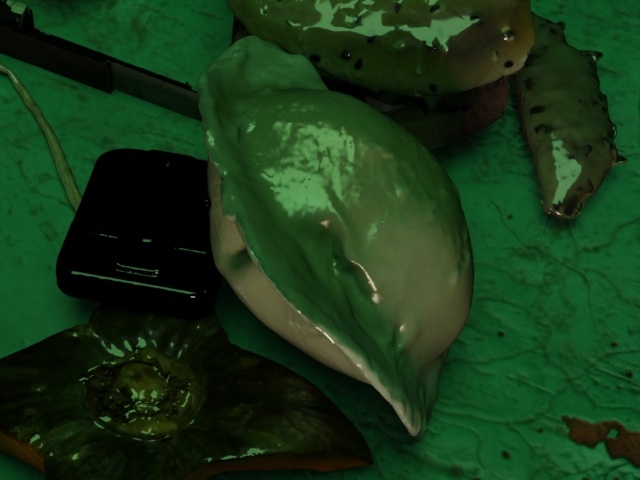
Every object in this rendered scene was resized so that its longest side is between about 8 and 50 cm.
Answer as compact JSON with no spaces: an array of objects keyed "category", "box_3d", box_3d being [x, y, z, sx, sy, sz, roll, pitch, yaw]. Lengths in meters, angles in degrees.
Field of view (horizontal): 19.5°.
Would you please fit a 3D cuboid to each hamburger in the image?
[{"category":"hamburger","box_3d":[0.043,-0.231,1.757,0.277,0.195,0.318,-16,57,-12]}]

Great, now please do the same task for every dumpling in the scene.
[{"category":"dumpling","box_3d":[0.014,-0.016,1.583,0.321,0.270,0.211,35,78,15]}]

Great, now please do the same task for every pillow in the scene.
[{"category":"pillow","box_3d":[0.237,-0.128,1.786,0.093,0.051,0.241,-8,61,-1]}]

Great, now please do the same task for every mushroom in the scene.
[{"category":"mushroom","box_3d":[-0.251,-0.080,1.762,0.028,0.026,0.286,-36,69,-2]}]

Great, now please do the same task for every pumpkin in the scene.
[{"category":"pumpkin","box_3d":[-0.144,0.153,1.594,0.290,0.095,0.258,-26,53,-25]}]

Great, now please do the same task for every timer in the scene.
[{"category":"timer","box_3d":[-0.150,-0.015,1.681,0.144,0.055,0.187,9,42,3]}]

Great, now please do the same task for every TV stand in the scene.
[{"category":"TV stand","box_3d":[-0.203,-0.173,1.797,0.257,0.049,0.040,20,61,9]}]
